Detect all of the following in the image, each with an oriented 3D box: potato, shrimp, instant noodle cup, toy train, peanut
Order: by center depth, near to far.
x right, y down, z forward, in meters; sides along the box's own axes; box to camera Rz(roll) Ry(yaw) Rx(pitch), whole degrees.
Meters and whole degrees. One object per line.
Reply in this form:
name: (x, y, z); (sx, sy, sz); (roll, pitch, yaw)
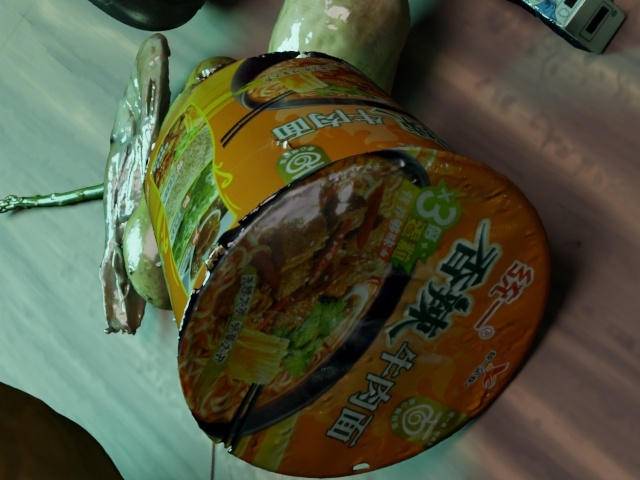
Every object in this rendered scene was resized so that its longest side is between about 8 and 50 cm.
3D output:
instant noodle cup: (0.000, 0.000, 1.122); (0.230, 0.230, 0.182); (-51, 37, 16)
toy train: (0.114, -0.184, 1.200); (0.047, 0.043, 0.207); (-55, 46, 8)
peanut: (0.020, -0.169, 1.221); (0.104, 0.085, 0.228); (26, 112, 54)
potato: (-0.079, -0.037, 1.278); (0.085, 0.105, 0.188); (-3, 68, 40)
shrimp: (-0.131, -0.043, 1.340); (0.126, 0.047, 0.223); (138, 137, -75)

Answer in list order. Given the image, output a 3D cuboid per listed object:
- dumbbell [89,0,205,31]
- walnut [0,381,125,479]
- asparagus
dumbbell: (-0.052, -0.303, 1.308); (0.406, 0.179, 0.179); (-34, 53, 28)
walnut: (-0.270, 0.271, 1.185); (0.354, 0.308, 0.398); (-22, 58, 38)
asparagus: (-0.207, -0.034, 1.457); (0.163, 0.016, 0.016); (-6, 86, 40)
